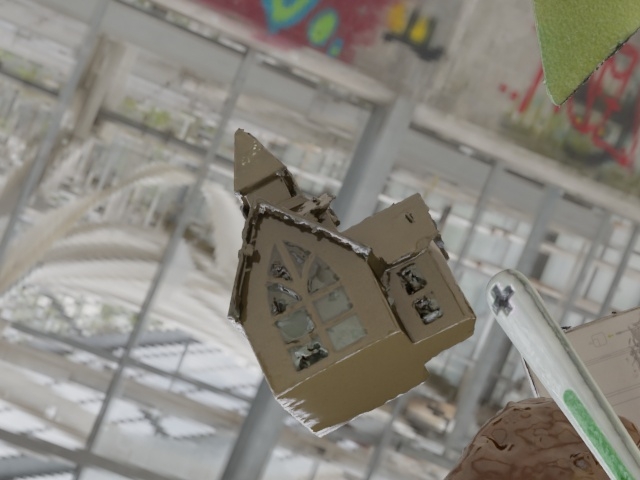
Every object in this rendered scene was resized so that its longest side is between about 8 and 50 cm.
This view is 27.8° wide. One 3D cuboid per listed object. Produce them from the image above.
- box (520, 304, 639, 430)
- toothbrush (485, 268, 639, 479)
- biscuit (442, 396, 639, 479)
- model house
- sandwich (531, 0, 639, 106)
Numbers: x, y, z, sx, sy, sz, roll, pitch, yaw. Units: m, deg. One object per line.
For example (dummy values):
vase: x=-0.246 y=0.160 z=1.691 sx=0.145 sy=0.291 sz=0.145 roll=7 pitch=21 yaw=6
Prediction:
box: x=0.378 y=0.215 z=1.574 sx=0.203 sy=0.251 sz=0.106 roll=-19 pitch=163 yaw=3
toothbrush: x=0.141 y=0.122 z=0.527 sx=0.030 sy=0.030 sz=0.304 roll=20 pitch=-148 yaw=-45
biscuit: x=0.147 y=0.363 z=1.239 sx=0.166 sy=0.395 sz=0.342 roll=25 pitch=-136 yaw=16
model house: x=0.000 y=0.000 z=1.034 sx=0.248 sy=0.176 sz=0.181 roll=63 pitch=-177 yaw=22
sandwich: x=0.359 y=-0.350 z=1.866 sx=0.212 sy=0.245 sz=0.063 roll=46 pitch=-173 yaw=5
